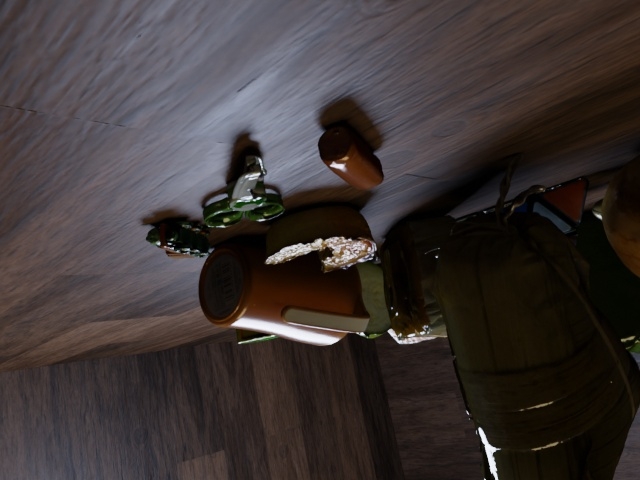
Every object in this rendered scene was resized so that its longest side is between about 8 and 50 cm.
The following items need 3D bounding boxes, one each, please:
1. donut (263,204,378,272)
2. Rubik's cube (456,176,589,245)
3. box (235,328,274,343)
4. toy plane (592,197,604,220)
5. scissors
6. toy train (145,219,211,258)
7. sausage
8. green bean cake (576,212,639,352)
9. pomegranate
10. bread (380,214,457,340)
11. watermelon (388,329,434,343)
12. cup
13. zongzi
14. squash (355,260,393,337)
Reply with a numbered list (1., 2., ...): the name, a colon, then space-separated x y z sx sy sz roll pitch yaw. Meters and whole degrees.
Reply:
1. donut: 0.007 -0.004 0.838 0.146 0.078 0.181 -23 157 38
2. Rubik's cube: 0.344 -0.023 1.092 0.234 0.284 0.250 6 -156 10
3. box: -0.071 0.123 1.169 0.220 0.141 0.064 -13 167 9
4. toy plane: 0.623 -0.050 1.007 0.256 0.242 0.104 14 127 2
5. scissors: -0.084 -0.052 0.638 0.101 0.027 0.204 -12 170 -12
6. toy train: -0.188 0.001 0.756 0.064 0.044 0.103 -3 170 13
7. sausage: 0.035 -0.081 0.585 0.039 0.041 0.131 -20 166 16
8. green bean cake: 0.670 0.087 1.276 0.319 0.335 0.218 -12 158 16
9. pomegranate: 0.541 -0.037 0.830 0.248 0.248 0.248 -11 168 -2
10. bread: 0.178 0.071 1.012 0.110 0.209 0.192 -3 166 -12
11. watermelon: 0.216 0.163 1.474 0.213 0.201 0.262 -17 158 21
12. cup: -0.050 0.093 0.947 0.264 0.182 0.226 12 -171 -46
13. zongzi: 0.371 0.091 0.920 0.218 0.499 0.467 -11 -170 40
14. squash: 0.053 0.160 1.328 0.189 0.189 0.260 -4 162 -29
